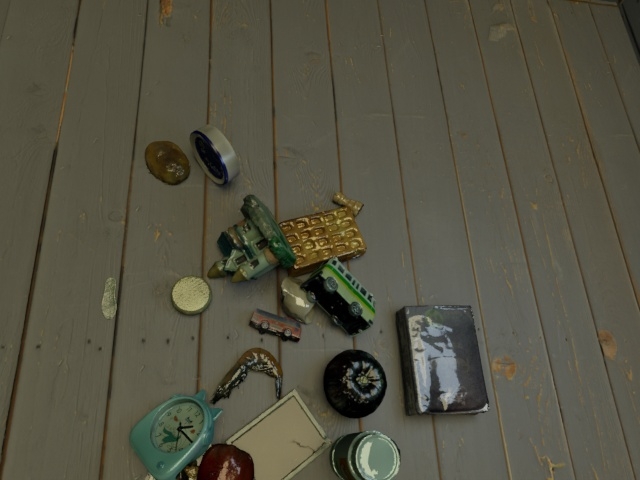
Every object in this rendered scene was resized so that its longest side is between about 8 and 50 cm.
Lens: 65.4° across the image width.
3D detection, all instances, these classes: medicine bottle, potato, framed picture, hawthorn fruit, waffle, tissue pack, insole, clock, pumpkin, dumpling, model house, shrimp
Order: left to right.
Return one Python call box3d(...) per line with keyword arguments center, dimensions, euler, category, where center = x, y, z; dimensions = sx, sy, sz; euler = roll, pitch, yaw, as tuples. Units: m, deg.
box3d(center=(-0.744, 0.203, 1.760), dimensions=(0.053, 0.002, 0.153), euler=(1, 68, -11), category="insole")
box3d(center=(-0.607, -0.318, 1.966), dimensions=(0.164, 0.081, 0.200), euler=(-37, 77, -22), category="potato")
box3d(center=(-0.440, 0.605, 1.571), dimensions=(0.274, 0.094, 0.223), euler=(-36, 49, -24), category="clock")
box3d(center=(-0.409, -0.331, 1.931), dimensions=(0.083, 0.230, 0.230), euler=(-38, 80, -27), category="clock")
box3d(center=(-0.308, 0.743, 1.523), dimensions=(0.181, 0.181, 0.235), euler=(30, 47, 1), category="hawthorn fruit")
box3d(center=(-0.293, 0.039, 1.804), dimensions=(0.325, 0.194, 0.267), euler=(-33, 70, 5), category="model house")
box3d(center=(-0.239, 0.506, 1.719), dimensions=(0.198, 0.051, 0.262), euler=(43, 63, 7), category="shrimp")
box3d(center=(-0.139, 0.684, 1.684), dimensions=(0.293, 0.018, 0.231), euler=(-32, 77, -22), category="framed picture")
box3d(center=(-0.076, 0.214, 1.860), dimensions=(0.176, 0.092, 0.150), euler=(39, 51, 10), category="dumpling")
box3d(center=(0.000, 0.000, 1.958), dimensions=(0.327, 0.098, 0.224), euler=(-16, 73, -19), category="waffle")
box3d(center=(0.119, 0.498, 1.737), dimensions=(0.233, 0.163, 0.233), euler=(8, 64, -18), category="pumpkin")
box3d(center=(0.136, 0.689, 1.577), dimensions=(0.158, 0.318, 0.158), euler=(5, 66, -10), category="medicine bottle")
box3d(center=(0.447, 0.442, 1.854), dimensions=(0.288, 0.124, 0.394), euler=(2, 67, -11), category="tissue pack")

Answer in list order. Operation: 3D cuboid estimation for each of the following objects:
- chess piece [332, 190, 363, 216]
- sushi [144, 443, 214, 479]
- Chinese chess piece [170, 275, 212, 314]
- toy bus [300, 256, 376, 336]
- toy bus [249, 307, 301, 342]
box3d(center=(0.113, -0.155, 2.067), dimensions=(0.122, 0.066, 0.066), euler=(33, 65, 9), category="chess piece")
box3d(center=(-0.440, 0.730, 1.587), dimensions=(0.192, 0.040, 0.210), euler=(24, 65, -2), category="sushi")
box3d(center=(-0.464, 0.198, 1.795), dimensions=(0.144, 0.058, 0.144), euler=(4, 69, -10), category="Chinese chess piece")
box3d(center=(0.081, 0.202, 1.835), dimensions=(0.276, 0.133, 0.165), euler=(46, 43, -10), category="toy bus")
box3d(center=(-0.161, 0.310, 1.811), dimensions=(0.192, 0.065, 0.077), euler=(19, 58, -4), category="toy bus")
